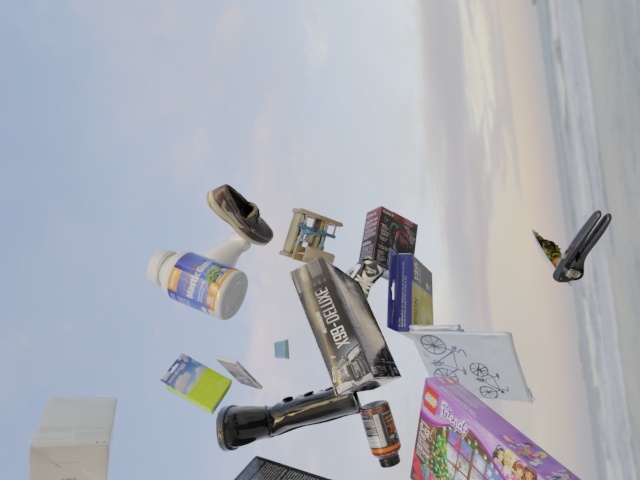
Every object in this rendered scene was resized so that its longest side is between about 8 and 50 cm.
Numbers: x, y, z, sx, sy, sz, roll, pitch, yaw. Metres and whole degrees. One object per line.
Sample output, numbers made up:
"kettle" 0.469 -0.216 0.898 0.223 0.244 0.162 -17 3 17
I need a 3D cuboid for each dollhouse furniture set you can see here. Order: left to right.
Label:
"dollhouse furniture set" 0.000 0.000 1.210 0.128 0.183 0.130 18 -94 -23

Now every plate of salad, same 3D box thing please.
"plate of salad" 0.694 0.045 1.434 0.199 0.048 0.200 38 -150 -26

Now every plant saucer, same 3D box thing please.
"plant saucer" -0.139 0.385 1.710 0.192 0.018 0.067 139 128 -70

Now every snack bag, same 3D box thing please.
"snack bag" 0.491 0.400 1.583 0.037 0.342 0.323 -52 -56 -44

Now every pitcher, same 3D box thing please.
"pitcher" -0.373 0.075 1.810 0.125 0.177 0.207 45 -117 -7

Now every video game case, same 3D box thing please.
"video game case" -0.212 0.344 1.262 0.122 0.087 0.011 57 -129 -32

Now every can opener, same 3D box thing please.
"can opener" 0.558 0.015 1.046 0.073 0.059 0.186 -103 21 -52

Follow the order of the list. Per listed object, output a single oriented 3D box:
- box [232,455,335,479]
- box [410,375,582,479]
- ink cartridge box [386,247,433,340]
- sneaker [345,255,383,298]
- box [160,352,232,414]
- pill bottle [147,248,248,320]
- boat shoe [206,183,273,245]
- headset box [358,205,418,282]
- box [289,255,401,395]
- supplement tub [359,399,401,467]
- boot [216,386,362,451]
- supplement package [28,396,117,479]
"box" -0.104 0.940 1.615 0.212 0.395 0.294 -36 -68 -44
"box" 0.245 0.366 0.740 0.057 0.293 0.201 3 -79 -21
"ink cartridge box" 0.347 0.215 1.826 0.307 0.072 0.304 36 -127 -52
"sneaker" 0.141 0.140 1.601 0.094 0.153 0.235 29 -147 -7
"box" -0.362 0.418 1.418 0.109 0.178 0.042 -55 -15 -40
"pill bottle" -0.362 0.117 1.410 0.152 0.271 0.153 18 -90 -72
"boat shoe" -0.242 -0.081 1.577 0.285 0.092 0.103 42 -147 -36
"headset box" 0.294 0.007 2.069 0.218 0.110 0.294 23 -116 -27
"box" 0.062 0.183 0.998 0.243 0.076 0.307 66 -169 20
"supplement tub" 0.204 0.642 1.609 0.106 0.106 0.198 -3 -105 -63
"boot" -0.092 0.600 1.670 0.367 0.444 0.146 49 -151 -73
"supplement package" -0.697 0.571 1.382 0.203 0.194 0.150 -127 46 -64
